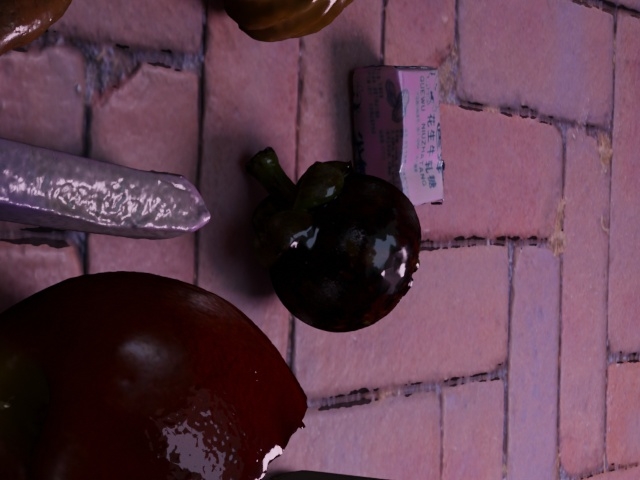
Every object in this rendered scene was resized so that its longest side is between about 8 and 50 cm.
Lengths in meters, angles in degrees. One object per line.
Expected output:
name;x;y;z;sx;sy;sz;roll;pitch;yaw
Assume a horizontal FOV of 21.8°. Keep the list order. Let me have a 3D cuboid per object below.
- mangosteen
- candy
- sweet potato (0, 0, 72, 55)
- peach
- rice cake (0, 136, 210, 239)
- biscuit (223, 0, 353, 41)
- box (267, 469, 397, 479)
mangosteen;0.009;0.007;1.637;0.184;0.172;0.172;12;80;-31
candy;0.085;-0.113;1.814;0.092;0.073;0.160;-11;101;-52
sweet potato;-0.262;-0.161;1.292;0.202;0.058;0.055;-45;170;-42
peach;-0.134;0.168;1.312;0.338;0.281;0.281;33;63;-53
rice cake;-0.227;-0.046;1.332;0.399;0.070;0.064;10;78;-58
biscuit;0.015;-0.333;1.560;0.325;0.107;0.325;-57;165;-24
box;0.023;0.348;1.658;0.226;0.149;0.226;-2;93;-57
